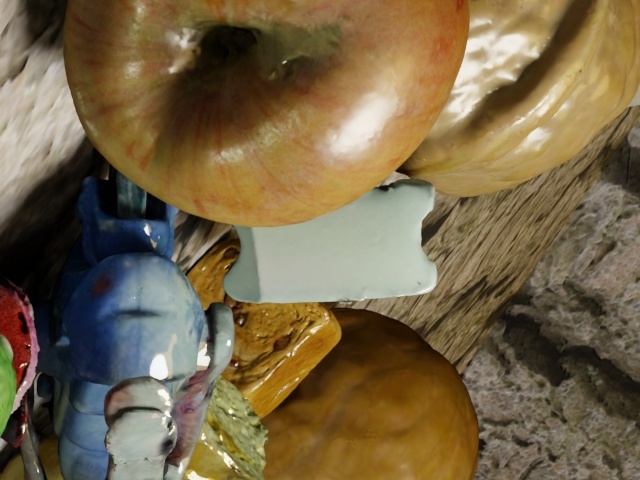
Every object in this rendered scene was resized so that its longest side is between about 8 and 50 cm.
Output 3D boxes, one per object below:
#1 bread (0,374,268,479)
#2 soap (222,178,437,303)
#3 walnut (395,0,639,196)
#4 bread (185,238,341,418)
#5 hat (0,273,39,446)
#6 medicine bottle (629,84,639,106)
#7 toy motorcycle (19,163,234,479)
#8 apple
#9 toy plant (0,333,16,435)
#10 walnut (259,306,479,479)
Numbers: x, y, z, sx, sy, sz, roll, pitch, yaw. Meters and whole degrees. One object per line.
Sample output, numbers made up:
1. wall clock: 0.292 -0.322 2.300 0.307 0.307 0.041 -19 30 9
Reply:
1. bread: -0.183 0.215 1.352 0.267 0.130 0.152 -25 151 21
2. soap: 0.000 0.000 1.251 0.289 0.172 0.095 -164 -108 -87
3. walnut: 0.133 -0.178 1.214 0.296 0.285 0.285 31 101 -38
4. bread: -0.078 0.093 1.471 0.158 0.149 0.143 -43 162 -2
5. hat: -0.256 0.097 1.040 0.129 0.140 0.227 -36 174 -14
6. medicine bottle: 0.336 -0.294 1.570 0.224 0.224 0.384 -49 165 -6
7. toy motorcycle: -0.137 0.099 1.116 0.182 0.241 0.319 -22 143 -30
8. apple: -0.031 -0.134 0.898 0.261 0.260 0.194 -59 173 29
9. toy plant: -0.290 0.088 0.796 0.218 0.175 0.235 -11 167 40
10. walnut: -0.008 0.246 1.653 0.398 0.354 0.308 -41 132 -28
